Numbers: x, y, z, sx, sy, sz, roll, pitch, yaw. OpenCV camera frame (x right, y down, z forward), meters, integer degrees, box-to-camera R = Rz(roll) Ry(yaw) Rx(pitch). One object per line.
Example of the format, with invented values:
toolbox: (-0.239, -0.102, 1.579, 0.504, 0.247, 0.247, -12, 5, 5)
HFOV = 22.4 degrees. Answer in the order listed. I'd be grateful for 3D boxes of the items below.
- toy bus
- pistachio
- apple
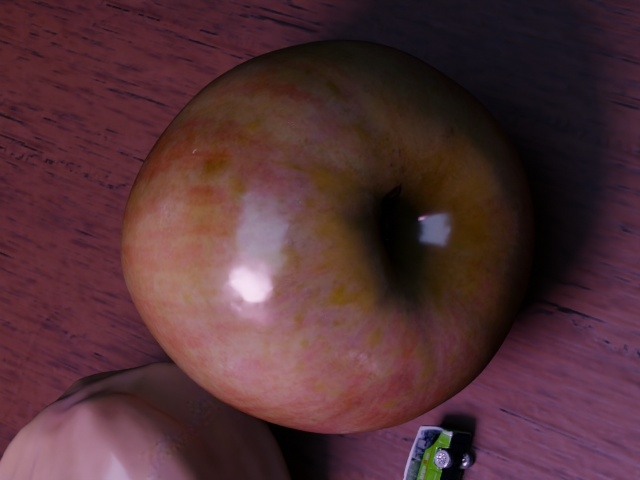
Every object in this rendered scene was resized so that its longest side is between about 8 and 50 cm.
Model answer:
toy bus: (0.076, 0.167, 1.110, 0.037, 0.031, 0.083, 17, 92, 39)
pistachio: (-0.135, 0.243, 1.131, 0.226, 0.208, 0.332, 11, 99, -14)
apple: (0.000, 0.000, 1.056, 0.234, 0.257, 0.257, -14, 75, 58)
